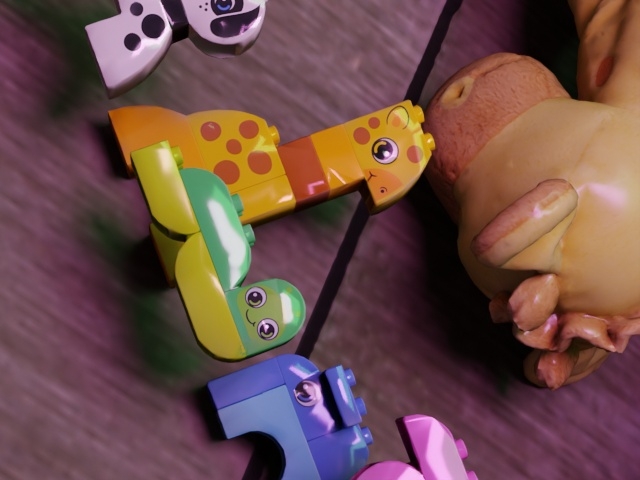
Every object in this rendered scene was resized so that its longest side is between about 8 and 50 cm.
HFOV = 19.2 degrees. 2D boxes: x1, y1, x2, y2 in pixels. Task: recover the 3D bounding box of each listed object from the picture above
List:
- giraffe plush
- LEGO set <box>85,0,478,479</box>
[{"bbox_3d":[0.110,-0.036,0.639,0.170,0.210,0.181,-43,123,-4],"label":"giraffe plush"},{"bbox_3d":[0.000,0.000,0.567,0.093,0.087,0.227,-20,85,-7],"label":"LEGO set"}]
